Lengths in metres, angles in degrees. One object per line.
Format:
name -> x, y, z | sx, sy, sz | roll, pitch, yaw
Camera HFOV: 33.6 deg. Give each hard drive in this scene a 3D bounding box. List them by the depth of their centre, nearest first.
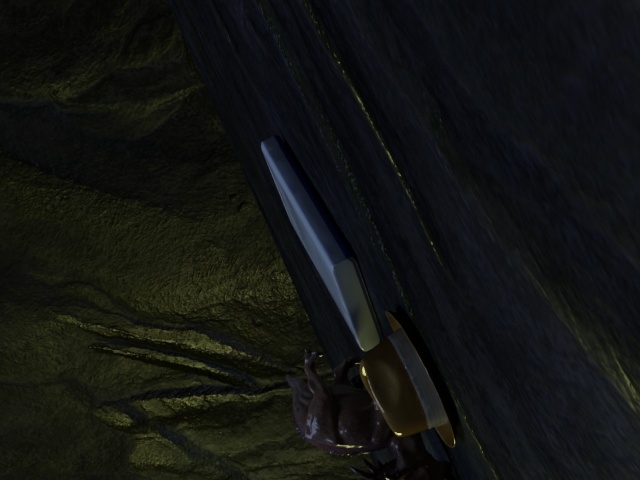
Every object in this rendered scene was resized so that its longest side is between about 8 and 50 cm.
hard drive -> 0.000, 0.000, 1.687 | 0.319, 0.040, 0.210 | 60, 173, 44

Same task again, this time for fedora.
fedora -> 0.101, 0.183, 1.330 | 0.194, 0.079, 0.194 | 155, 90, -85

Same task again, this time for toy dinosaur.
toy dinosaur -> 0.047, 0.275, 1.562 | 0.127, 0.295, 0.201 | 18, -98, -63

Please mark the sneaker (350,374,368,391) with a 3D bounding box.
sneaker -> 0.097, 0.287, 1.855 | 0.286, 0.109, 0.130 | 146, 105, -76
